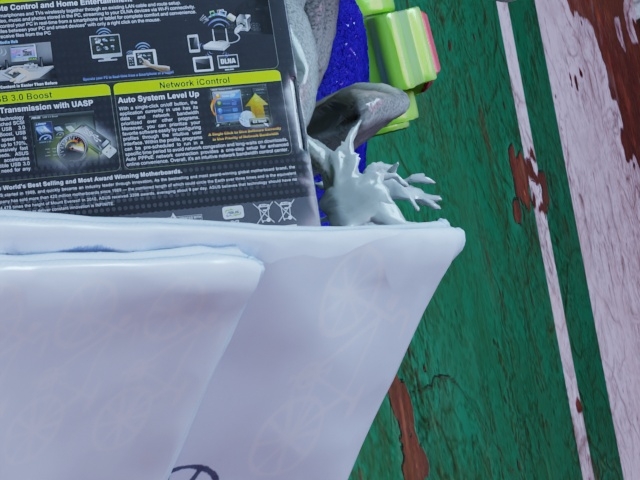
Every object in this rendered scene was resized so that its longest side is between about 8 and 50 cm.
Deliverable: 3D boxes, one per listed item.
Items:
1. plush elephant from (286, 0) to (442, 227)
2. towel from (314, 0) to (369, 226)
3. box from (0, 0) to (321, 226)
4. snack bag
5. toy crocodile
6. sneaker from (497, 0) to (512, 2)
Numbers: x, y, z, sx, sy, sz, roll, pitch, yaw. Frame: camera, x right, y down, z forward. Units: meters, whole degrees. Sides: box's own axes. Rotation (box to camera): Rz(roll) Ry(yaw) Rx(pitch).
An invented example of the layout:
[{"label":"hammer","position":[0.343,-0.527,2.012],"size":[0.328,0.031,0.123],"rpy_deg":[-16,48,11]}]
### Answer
[{"label":"plush elephant","position":[-0.087,-0.066,1.091],"size":[0.330,0.255,0.272],"rpy_deg":[45,67,5]},{"label":"towel","position":[0.000,0.000,1.332],"size":[0.308,0.076,0.228],"rpy_deg":[-84,-177,-46]},{"label":"box","position":[-0.147,-0.079,0.907],"size":[0.060,0.270,0.216],"rpy_deg":[131,-50,-72]},{"label":"snack bag","position":[-0.087,0.136,0.861],"size":[0.342,0.037,0.323],"rpy_deg":[0,118,-52]},{"label":"toy crocodile","position":[0.053,-0.149,1.564],"size":[0.340,0.105,0.115],"rpy_deg":[-177,-107,-88]},{"label":"sneaker","position":[0.007,-0.249,1.097],"size":[0.122,0.330,0.146],"rpy_deg":[-31,148,-34]}]
